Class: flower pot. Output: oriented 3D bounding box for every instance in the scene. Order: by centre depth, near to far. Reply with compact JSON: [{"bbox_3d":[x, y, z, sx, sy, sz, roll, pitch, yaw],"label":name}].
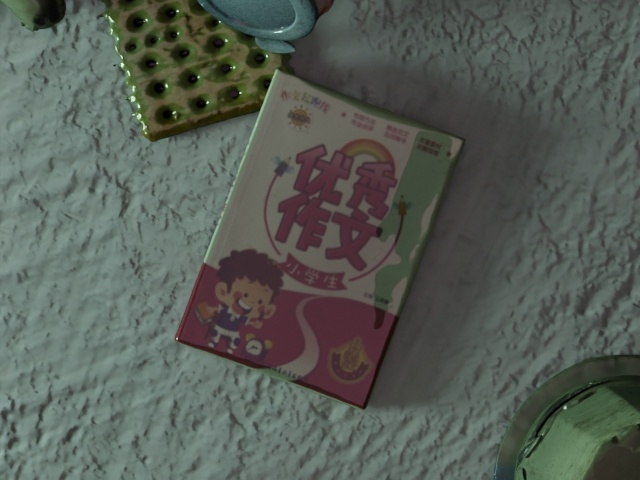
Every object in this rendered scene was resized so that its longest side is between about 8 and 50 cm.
[{"bbox_3d":[0.249,0.191,1.500,0.212,0.202,0.212,0,86,-4],"label":"flower pot"}]

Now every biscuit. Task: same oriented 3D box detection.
[{"bbox_3d":[-0.113,-0.204,1.583,0.139,0.016,0.231,-17,90,-4],"label":"biscuit"}]

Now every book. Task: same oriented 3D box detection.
[{"bbox_3d":[0.000,0.000,1.574,0.162,0.022,0.232,21,91,-5],"label":"book"}]

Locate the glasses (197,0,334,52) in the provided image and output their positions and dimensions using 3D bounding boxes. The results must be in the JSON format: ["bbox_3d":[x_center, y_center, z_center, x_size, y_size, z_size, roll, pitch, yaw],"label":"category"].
[{"bbox_3d":[-0.048,-0.305,1.565,0.234,0.118,0.268,35,66,-1],"label":"glasses"}]

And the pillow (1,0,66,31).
[{"bbox_3d":[-0.274,-0.272,1.560,0.241,0.051,0.093,45,93,0],"label":"pillow"}]
